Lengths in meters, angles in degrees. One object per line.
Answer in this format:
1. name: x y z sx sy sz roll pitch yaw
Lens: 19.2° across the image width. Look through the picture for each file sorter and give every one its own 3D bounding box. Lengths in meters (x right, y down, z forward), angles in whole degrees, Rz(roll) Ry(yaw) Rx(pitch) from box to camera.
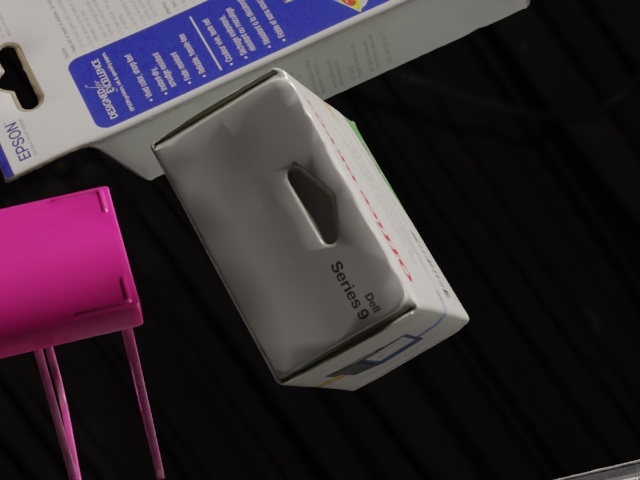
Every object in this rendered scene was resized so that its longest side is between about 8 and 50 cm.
1. file sorter: -0.278 0.109 1.465 0.291 0.182 0.202 -13 29 -7

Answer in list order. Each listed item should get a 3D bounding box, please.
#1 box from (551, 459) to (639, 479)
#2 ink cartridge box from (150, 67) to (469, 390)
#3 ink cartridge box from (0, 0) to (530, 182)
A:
1. box: 0.145 0.346 1.413 0.395 0.318 0.097 -10 -35 -16
2. ink cartridge box: 0.000 0.000 1.099 0.093 0.154 0.212 -31 -10 6
3. ink cartridge box: -0.061 -0.155 1.292 0.371 0.069 0.175 -23 49 -8
